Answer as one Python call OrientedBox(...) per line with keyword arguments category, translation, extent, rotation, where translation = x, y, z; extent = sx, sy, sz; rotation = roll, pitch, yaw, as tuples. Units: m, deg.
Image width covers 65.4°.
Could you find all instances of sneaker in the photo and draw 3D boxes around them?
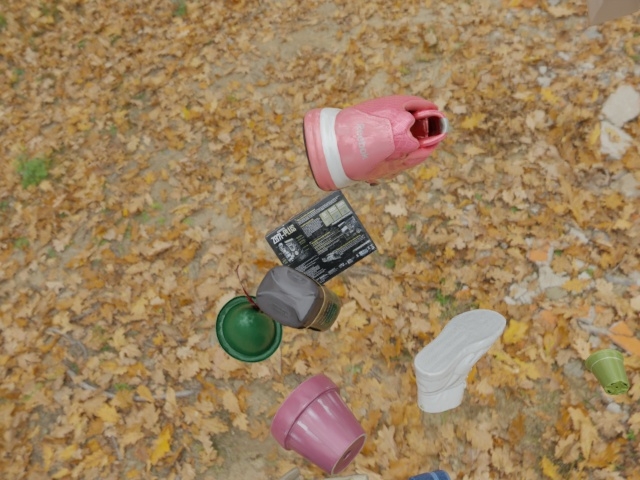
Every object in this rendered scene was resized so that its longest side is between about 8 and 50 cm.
OrientedBox(category="sneaker", translation=(0.333, 0.293, 1.206), extent=(0.292, 0.169, 0.108), rotation=(-26, 37, -29))
OrientedBox(category="sneaker", translation=(0.101, -0.125, 0.628), extent=(0.136, 0.116, 0.314), rotation=(-6, 13, 27))

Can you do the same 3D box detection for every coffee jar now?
OrientedBox(category="coffee jar", translation=(-0.030, 0.093, 0.769), extent=(0.096, 0.184, 0.079), rotation=(28, 86, 16))

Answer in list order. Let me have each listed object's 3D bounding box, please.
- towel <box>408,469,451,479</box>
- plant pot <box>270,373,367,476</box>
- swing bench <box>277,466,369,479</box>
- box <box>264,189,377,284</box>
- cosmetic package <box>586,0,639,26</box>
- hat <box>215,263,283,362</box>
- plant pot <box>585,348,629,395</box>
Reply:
OrientedBox(category="towel", translation=(0.245, 0.539, 1.085), extent=(0.029, 0.119, 0.067), rotation=(-46, 49, 37))
OrientedBox(category="plant pot", translation=(0.008, 0.465, 1.229), extent=(0.180, 0.201, 0.201), rotation=(35, 70, 30))
OrientedBox(category="swing bench", translation=(0.007, 0.661, 1.084), extent=(0.254, 0.165, 0.254), rotation=(-22, 88, 44))
OrientedBox(category="box", translation=(0.000, 0.000, 1.018), extent=(0.180, 0.147, 0.077), rotation=(-34, 9, 3))
OrientedBox(category="cosmetic package", translation=(0.313, -0.304, 0.508), extent=(0.060, 0.239, 0.099), rotation=(-12, 95, 23))
OrientedBox(category="hat", translation=(-0.157, 0.195, 1.209), extent=(0.208, 0.183, 0.173), rotation=(25, 63, -16))
OrientedBox(category="plant pot", translation=(0.658, 0.305, 1.131), extent=(0.083, 0.083, 0.079), rotation=(-6, 36, 11))
